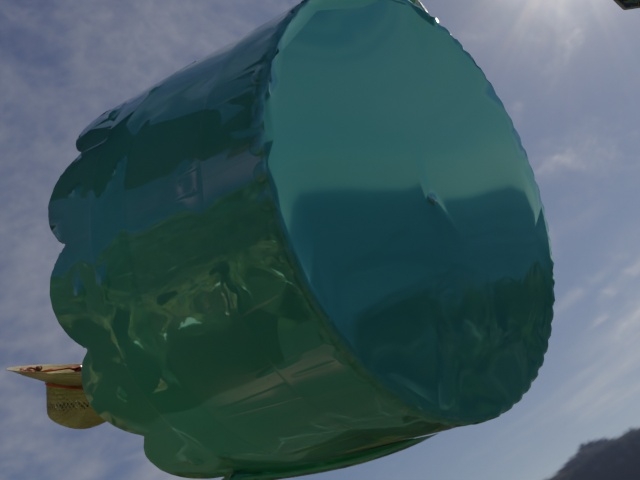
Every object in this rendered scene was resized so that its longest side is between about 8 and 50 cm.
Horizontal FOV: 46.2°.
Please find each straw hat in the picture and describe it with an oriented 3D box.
[{"bbox_3d":[-0.241,0.157,0.757,0.145,0.061,0.144,0,-7,0],"label":"straw hat"}]

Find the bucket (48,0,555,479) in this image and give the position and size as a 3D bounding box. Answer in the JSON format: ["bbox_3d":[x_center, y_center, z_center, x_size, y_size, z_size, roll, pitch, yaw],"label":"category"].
[{"bbox_3d":[0.000,0.000,0.453,0.281,0.281,0.183,3,-17,-46],"label":"bucket"}]

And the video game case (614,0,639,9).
[{"bbox_3d":[0.403,-0.344,0.902,0.201,0.183,0.023,20,-97,-38],"label":"video game case"}]

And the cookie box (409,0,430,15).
[{"bbox_3d":[0.046,-0.175,0.652,0.092,0.040,0.107,36,-112,-45],"label":"cookie box"}]
